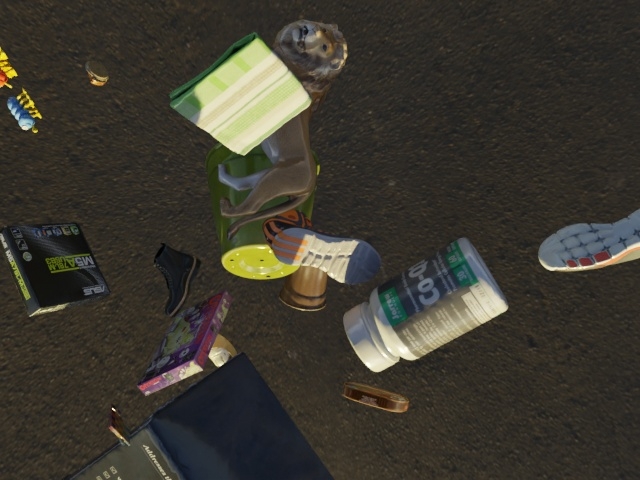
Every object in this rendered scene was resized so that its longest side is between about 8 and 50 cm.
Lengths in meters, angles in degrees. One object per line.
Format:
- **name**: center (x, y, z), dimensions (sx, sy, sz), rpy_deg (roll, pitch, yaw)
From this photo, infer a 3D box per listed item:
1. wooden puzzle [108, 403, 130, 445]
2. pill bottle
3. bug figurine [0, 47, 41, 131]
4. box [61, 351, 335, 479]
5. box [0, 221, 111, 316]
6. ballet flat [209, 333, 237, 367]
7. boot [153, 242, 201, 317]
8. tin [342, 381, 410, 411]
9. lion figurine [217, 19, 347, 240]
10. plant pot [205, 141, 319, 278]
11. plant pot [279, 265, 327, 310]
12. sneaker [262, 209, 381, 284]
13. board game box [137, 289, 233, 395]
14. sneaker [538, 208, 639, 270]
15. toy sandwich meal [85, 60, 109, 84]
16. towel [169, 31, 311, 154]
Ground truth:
- **wooden puzzle**: center (-0.328, 0.304, 0.931), dimensions (0.006, 0.083, 0.049), rpy_deg (-34, 115, -6)
- **pill bottle**: center (0.251, 0.166, 1.401), dimensions (0.361, 0.204, 0.204), rpy_deg (-33, 98, 15)
- **bug figurine**: center (-0.728, -0.372, 1.284), dimensions (0.072, 0.279, 0.216), rpy_deg (-34, 81, -18)
- **box**: center (-0.240, 0.575, 1.182), dimensions (0.472, 0.297, 0.479), rpy_deg (-39, 85, 35)
- **box**: center (-0.555, 0.054, 1.197), dimensions (0.045, 0.191, 0.184), rpy_deg (-33, 80, 22)
- **ballet flat**: center (-0.290, 0.378, 1.780), dimensions (0.080, 0.073, 0.232), rpy_deg (-27, 120, 12)
- **boot**: center (-0.458, 0.117, 1.707), dimensions (0.137, 0.077, 0.197), rpy_deg (33, 61, -35)
- **tin**: center (0.152, 0.432, 1.577), dimensions (0.190, 0.106, 0.040), rpy_deg (10, 90, 25)
- **lion figurine**: center (-0.069, -0.198, 1.040), dimensions (0.240, 0.142, 0.391), rpy_deg (-2, 99, -11)
- **plant pot**: center (-0.182, -0.081, 1.769), dimensions (0.367, 0.366, 0.352), rpy_deg (1, 63, -6)
- **plant pot**: center (-0.046, 0.128, 1.951), dimensions (0.167, 0.167, 0.165), rpy_deg (10, 111, -7)
- **sneaker**: center (0.000, 0.000, 1.438), dimensions (0.321, 0.180, 0.124), rpy_deg (21, 107, -31)
- **board game box**: center (-0.390, 0.291, 1.687), dimensions (0.208, 0.346, 0.056), rpy_deg (-23, 112, 16)
- **sneaker**: center (0.345, 0.012, 0.684), dimensions (0.158, 0.065, 0.061), rpy_deg (-16, 54, 17)
- **toy sandwich meal**: center (-0.709, -0.530, 1.807), dimensions (0.029, 0.085, 0.085), rpy_deg (-37, 99, 32)
- **towel**: center (-0.080, -0.152, 0.609), dimensions (0.113, 0.152, 0.023), rpy_deg (-35, 70, 9)
